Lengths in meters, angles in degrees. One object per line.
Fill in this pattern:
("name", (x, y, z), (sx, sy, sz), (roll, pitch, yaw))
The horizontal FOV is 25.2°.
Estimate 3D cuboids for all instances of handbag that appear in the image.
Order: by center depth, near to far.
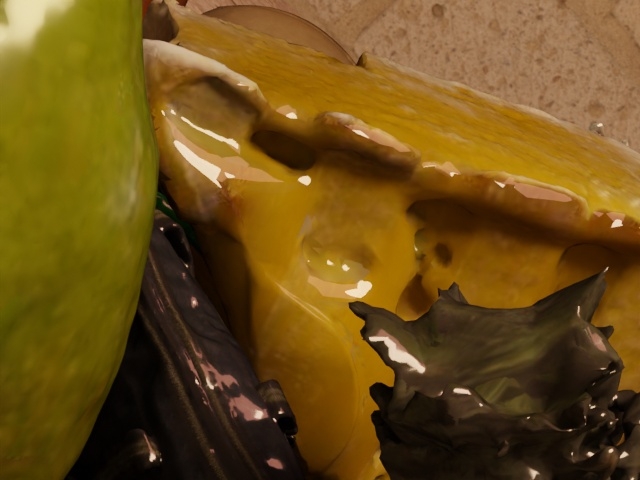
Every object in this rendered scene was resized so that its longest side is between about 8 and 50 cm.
("handbag", (-0.072, 0.082, 0.612), (0.254, 0.089, 0.211), (59, -24, 29))

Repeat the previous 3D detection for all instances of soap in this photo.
("soap", (-0.006, 0.081, 0.729), (0.304, 0.338, 0.169), (16, 21, -18))

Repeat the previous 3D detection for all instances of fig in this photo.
("fig", (-0.131, -0.043, 0.478), (0.233, 0.314, 0.233), (34, -13, 9))

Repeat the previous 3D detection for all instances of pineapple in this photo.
("pineapple", (0.080, 0.157, 0.558), (0.362, 0.202, 0.202), (73, -9, -46))

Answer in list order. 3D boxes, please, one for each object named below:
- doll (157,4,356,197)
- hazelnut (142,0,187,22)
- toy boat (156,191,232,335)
("doll", (0.000, 0.000, 0.930), (0.330, 0.174, 0.235), (60, 12, -16))
("hazelnut", (-0.208, -0.231, 0.742), (0.366, 0.366, 0.366), (46, 13, -14))
("toy boat", (-0.084, 0.041, 0.802), (0.229, 0.089, 0.088), (57, -11, -6))
